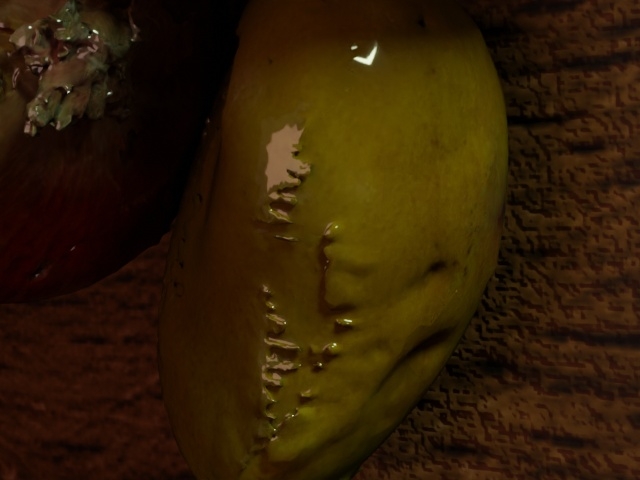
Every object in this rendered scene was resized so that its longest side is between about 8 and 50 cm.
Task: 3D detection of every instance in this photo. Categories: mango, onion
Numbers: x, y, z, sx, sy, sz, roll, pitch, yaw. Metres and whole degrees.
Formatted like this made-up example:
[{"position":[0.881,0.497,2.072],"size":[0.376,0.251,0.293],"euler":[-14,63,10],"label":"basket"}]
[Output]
[{"position":[0.000,0.000,0.622],"size":[0.151,0.156,0.248],"euler":[22,97,18],"label":"mango"},{"position":[-0.124,-0.086,0.628],"size":[0.163,0.230,0.230],"euler":[-6,88,55],"label":"onion"}]
